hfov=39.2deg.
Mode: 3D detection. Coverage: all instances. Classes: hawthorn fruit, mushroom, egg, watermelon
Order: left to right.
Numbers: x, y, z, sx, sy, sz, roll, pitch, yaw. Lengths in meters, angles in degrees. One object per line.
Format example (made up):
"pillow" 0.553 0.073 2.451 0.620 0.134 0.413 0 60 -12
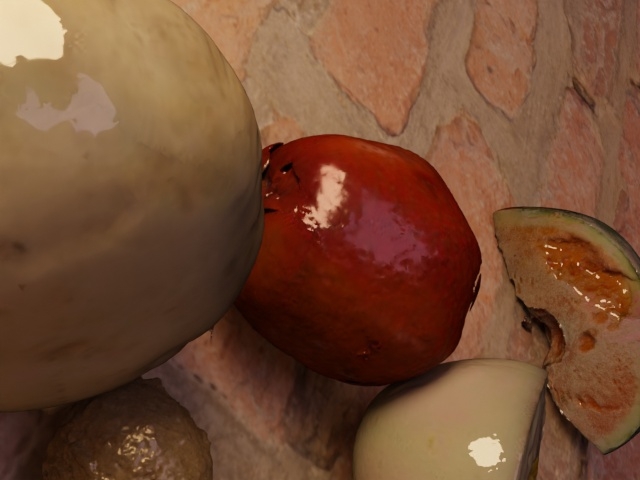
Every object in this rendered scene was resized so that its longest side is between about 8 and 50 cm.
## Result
"mushroom" -0.196 -0.070 0.570 0.314 0.314 0.336 15 37 -42
"egg" -0.133 0.165 0.629 0.118 0.116 0.140 -8 88 -10
"hawthorn fruit" 0.000 0.000 0.764 0.299 0.211 0.211 29 56 -33
"egg" 0.116 0.201 0.830 0.271 0.161 0.206 9 92 -72
"watermelon" 0.369 0.085 1.137 0.188 0.175 0.322 -15 87 -47

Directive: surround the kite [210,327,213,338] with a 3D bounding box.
"kite" -0.144 -0.003 0.761 0.244 0.006 0.198 -19 89 -48
